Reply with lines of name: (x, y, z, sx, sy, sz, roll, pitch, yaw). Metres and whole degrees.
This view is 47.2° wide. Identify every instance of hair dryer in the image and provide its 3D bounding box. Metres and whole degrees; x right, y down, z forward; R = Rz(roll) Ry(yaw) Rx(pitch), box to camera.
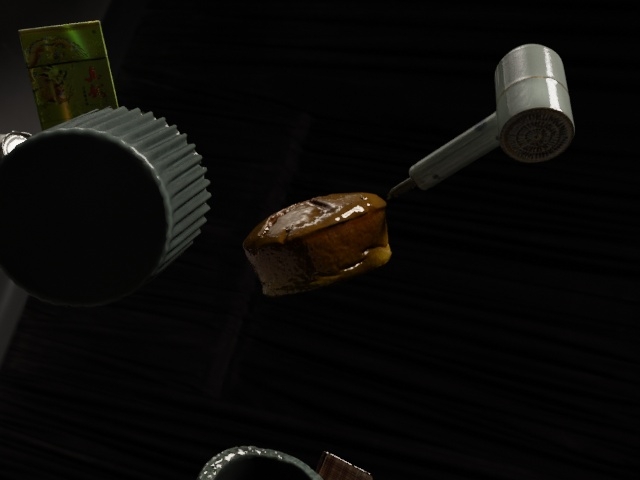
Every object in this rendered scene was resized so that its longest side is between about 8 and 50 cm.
hair dryer: (0.233, -0.159, 1.181, 0.107, 0.357, 0.173, 37, 41, -27)

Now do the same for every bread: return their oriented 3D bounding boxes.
bread: (0.000, 0.000, 1.221, 0.270, 0.195, 0.142, -19, 97, -39)

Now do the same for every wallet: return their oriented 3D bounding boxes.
wallet: (0.018, 0.548, 1.454, 0.042, 0.124, 0.230, -47, -165, 56)

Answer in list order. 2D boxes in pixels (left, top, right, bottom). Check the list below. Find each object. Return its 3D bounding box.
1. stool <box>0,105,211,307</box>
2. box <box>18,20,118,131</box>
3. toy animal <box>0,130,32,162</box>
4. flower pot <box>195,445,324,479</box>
stool: (-0.328, -0.055, 1.119, 0.330, 0.297, 0.297, -112, -153, -78)
box: (-0.537, -0.312, 1.604, 0.173, 0.043, 0.311, -12, 97, -17)
toy animal: (-0.708, -0.141, 1.831, 0.325, 0.154, 0.208, 49, 39, -16)
flower pot: (-0.115, 0.529, 1.180, 0.299, 0.299, 0.282, -28, 145, -60)
